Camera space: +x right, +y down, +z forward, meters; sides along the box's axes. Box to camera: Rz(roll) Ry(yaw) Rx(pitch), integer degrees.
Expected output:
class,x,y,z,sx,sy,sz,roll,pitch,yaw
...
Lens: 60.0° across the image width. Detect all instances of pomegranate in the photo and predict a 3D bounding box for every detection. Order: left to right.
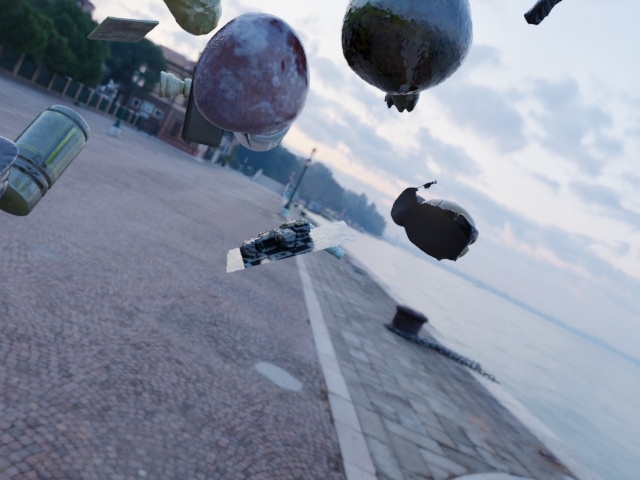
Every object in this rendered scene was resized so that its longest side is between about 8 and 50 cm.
class,x,y,z,sx,sy,sz,roll,pitch,yaw
pomegranate,0.185,-0.411,1.200,0.285,0.285,0.340,28,-23,24

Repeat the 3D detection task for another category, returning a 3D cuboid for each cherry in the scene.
class,x,y,z,sx,sy,sz,roll,pitch,yaw
cherry,-0.140,-0.319,1.128,0.213,0.285,0.236,30,42,22

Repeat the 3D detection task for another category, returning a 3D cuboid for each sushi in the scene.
class,x,y,z,sx,sy,sz,roll,pitch,yaw
sushi,-0.074,-0.009,1.204,0.280,0.043,0.192,-14,15,-3

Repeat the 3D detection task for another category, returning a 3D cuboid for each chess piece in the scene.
class,x,y,z,sx,sy,sz,roll,pitch,yaw
chess piece,-0.494,-0.548,2.003,0.171,0.094,0.094,6,9,-16

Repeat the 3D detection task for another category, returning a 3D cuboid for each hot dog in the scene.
class,x,y,z,sx,sy,sz,roll,pitch,yaw
hot dog,0.346,-0.055,1.577,0.107,0.194,0.326,7,34,-31

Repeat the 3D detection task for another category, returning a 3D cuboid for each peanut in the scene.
class,x,y,z,sx,sy,sz,roll,pitch,yaw
peanut,-0.322,-0.612,1.226,0.318,0.148,0.147,62,-4,-11

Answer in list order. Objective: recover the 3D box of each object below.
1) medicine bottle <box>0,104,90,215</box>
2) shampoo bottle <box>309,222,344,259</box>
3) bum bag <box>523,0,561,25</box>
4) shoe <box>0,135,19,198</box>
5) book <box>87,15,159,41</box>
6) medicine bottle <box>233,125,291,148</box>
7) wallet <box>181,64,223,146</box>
class,x,y,z,sx,sy,sz,roll,pitch,yaw
medicine bottle,-0.804,-0.235,1.579,0.152,0.322,0.151,13,-37,10
shampoo bottle,0.000,0.000,1.952,0.191,0.041,0.069,37,32,-9
bum bag,0.596,-0.625,1.467,0.034,0.124,0.057,-8,57,-46
shoe,-0.780,-0.109,1.238,0.114,0.137,0.290,26,46,-23
book,-0.636,-0.678,1.785,0.168,0.013,0.192,-12,5,-39
medicine bottle,-0.162,-0.347,1.540,0.170,0.170,0.293,26,-2,-8
wallet,-0.301,-0.355,1.477,0.110,0.197,0.031,13,15,-6
